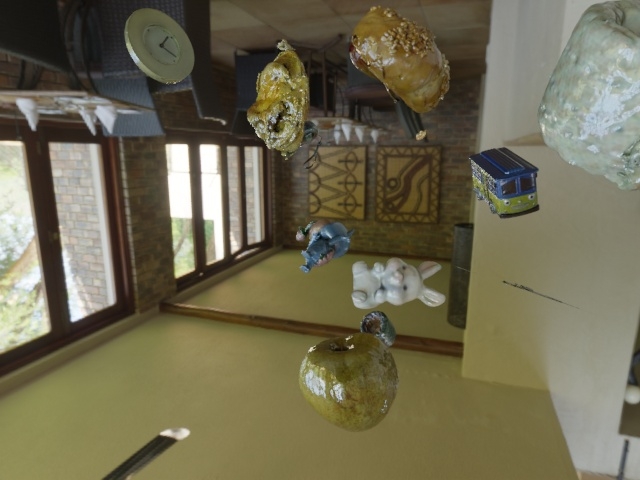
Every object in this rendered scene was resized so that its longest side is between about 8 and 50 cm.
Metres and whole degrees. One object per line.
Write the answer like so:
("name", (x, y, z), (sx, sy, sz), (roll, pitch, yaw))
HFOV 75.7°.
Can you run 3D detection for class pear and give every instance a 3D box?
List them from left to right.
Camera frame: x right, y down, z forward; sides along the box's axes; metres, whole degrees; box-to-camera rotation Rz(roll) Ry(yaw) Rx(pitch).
("pear", (0.069, 0.331, 0.957), (0.229, 0.211, 0.188), (-13, -172, -1))

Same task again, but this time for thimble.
("thimble", (0.214, 0.338, 1.550), (0.119, 0.090, 0.135), (-28, -149, 20))
("thimble", (0.493, -0.222, 0.608), (0.292, 0.195, 0.291), (-1, -136, 1))

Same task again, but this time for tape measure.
("tape measure", (-0.043, -0.395, 1.694), (0.104, 0.179, 0.107), (-15, 160, 6))

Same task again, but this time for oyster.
("oyster", (-0.140, -0.802, 1.748), (0.146, 0.045, 0.122), (22, -167, -45))

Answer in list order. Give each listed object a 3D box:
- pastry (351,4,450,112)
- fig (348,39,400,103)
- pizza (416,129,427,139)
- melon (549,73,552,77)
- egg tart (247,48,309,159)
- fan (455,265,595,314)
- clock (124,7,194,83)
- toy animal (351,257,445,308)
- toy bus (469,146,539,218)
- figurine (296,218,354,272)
("pastry", (0.225, -0.477, 1.072), (0.162, 0.255, 0.311), (-39, 150, 29))
("fig", (0.246, -0.680, 1.554), (0.290, 0.190, 0.190), (43, -168, -5))
("pizza", (0.472, -0.493, 1.923), (0.016, 0.037, 0.083), (-54, -175, -29))
("melon", (0.733, -0.415, 1.066), (0.053, 0.114, 0.262), (-35, -124, -13))
("egg tart", (-0.117, -0.352, 1.079), (0.132, 0.296, 0.297), (-3, -167, -26))
("fan", (0.496, 0.116, 1.010), (0.415, 0.012, 0.233), (18, -178, -22))
("clock", (-0.528, -0.642, 1.365), (0.029, 0.234, 0.235), (-9, -177, 41))
("toy animal", (0.311, 0.182, 1.687), (0.368, 0.196, 0.241), (-10, 157, 22))
("toy bus", (0.637, -0.206, 1.441), (0.138, 0.175, 0.287), (-14, -154, 7))
("figurine", (-0.004, 0.001, 1.077), (0.145, 0.114, 0.178), (36, -136, 12))
